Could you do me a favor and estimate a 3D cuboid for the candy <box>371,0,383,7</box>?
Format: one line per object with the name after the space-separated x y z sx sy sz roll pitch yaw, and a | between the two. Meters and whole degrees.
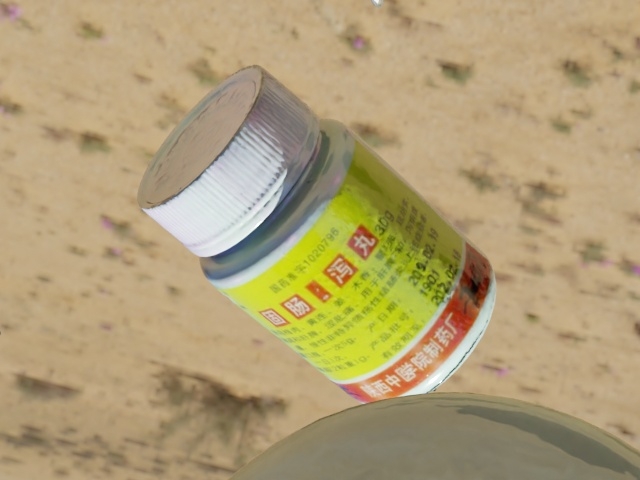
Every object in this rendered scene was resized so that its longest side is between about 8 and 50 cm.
-0.013 -0.202 0.444 0.195 0.185 0.137 50 -152 20 | candy

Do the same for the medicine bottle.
0.000 0.000 0.919 0.225 0.139 0.139 41 156 -23 | medicine bottle

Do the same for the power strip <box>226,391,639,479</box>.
0.058 0.254 0.666 0.358 0.357 0.161 8 160 24 | power strip
